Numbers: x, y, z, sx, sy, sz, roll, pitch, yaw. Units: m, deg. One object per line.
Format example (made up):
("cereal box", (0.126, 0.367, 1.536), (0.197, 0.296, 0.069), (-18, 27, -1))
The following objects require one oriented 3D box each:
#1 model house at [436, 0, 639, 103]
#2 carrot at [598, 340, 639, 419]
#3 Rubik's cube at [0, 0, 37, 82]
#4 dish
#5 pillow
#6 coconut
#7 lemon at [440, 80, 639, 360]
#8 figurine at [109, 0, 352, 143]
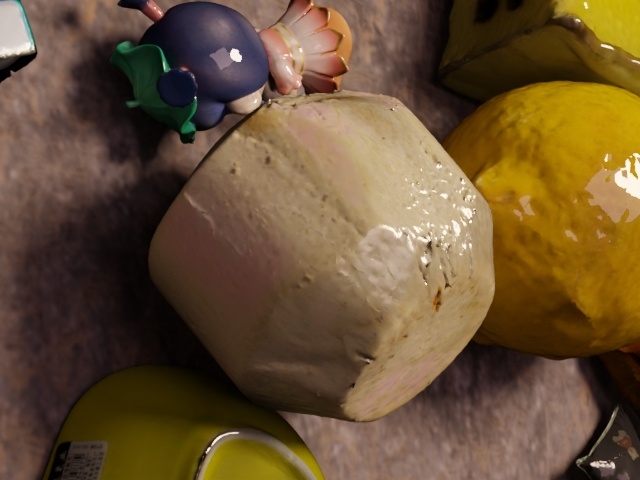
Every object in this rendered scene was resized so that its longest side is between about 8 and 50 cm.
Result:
("model house", (0.230, -0.228, 1.233), (0.193, 0.175, 0.234), (21, 69, -32))
("carrot", (0.329, 0.174, 1.259), (0.070, 0.070, 0.260), (-28, 90, -39))
("Rubik's cube", (-0.286, -0.145, 0.820), (0.155, 0.154, 0.151), (-15, 87, -40))
("dish", (-0.082, 0.206, 0.921), (0.221, 0.108, 0.262), (41, 57, -22))
("pillow", (0.285, 0.232, 1.237), (0.150, 0.048, 0.090), (58, 29, -10))
("coconut", (-0.003, 0.002, 0.953), (0.241, 0.241, 0.241), (11, 72, -36))
("lemon", (0.201, -0.017, 1.126), (0.288, 0.233, 0.233), (1, 78, -50))
("figurine", (-0.065, -0.138, 1.029), (0.195, 0.102, 0.111), (-19, 57, -36))
